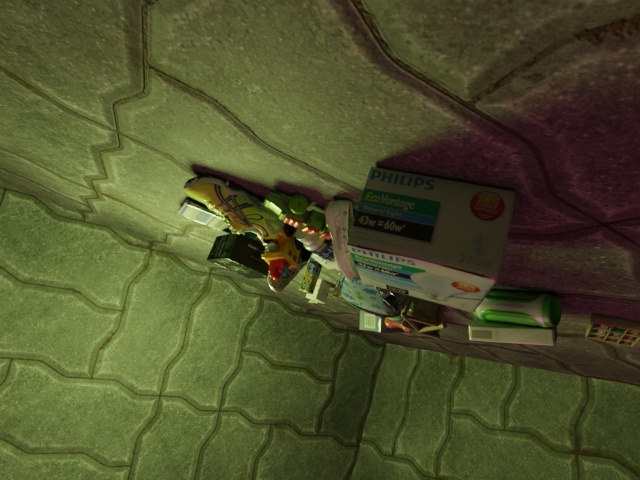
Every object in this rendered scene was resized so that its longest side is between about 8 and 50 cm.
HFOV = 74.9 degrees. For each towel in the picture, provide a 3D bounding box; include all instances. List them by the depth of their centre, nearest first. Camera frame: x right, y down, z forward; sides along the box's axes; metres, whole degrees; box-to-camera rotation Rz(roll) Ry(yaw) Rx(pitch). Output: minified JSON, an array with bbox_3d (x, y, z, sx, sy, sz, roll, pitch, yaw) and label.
[{"bbox_3d":[-0.506,-0.104,1.926,0.285,0.034,0.209,23,160,-21],"label":"towel"}]

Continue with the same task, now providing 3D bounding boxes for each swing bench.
[{"bbox_3d":[0.407,0.210,1.570,0.165,0.253,0.255,14,162,14],"label":"swing bench"}]

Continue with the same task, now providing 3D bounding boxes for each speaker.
[{"bbox_3d":[0.733,0.253,1.582,0.131,0.131,0.296,31,159,-35],"label":"speaker"}]

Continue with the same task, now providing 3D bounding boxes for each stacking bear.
[{"bbox_3d":[0.370,0.319,2.115,0.175,0.164,0.289,6,148,39],"label":"stacking bear"}]

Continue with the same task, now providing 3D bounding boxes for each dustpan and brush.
[{"bbox_3d":[0.049,0.073,1.876,0.147,0.060,0.211,39,162,-24],"label":"dustpan and brush"}]

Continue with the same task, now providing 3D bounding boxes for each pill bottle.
[{"bbox_3d":[0.000,0.000,1.582,0.186,0.112,0.112,31,159,-36],"label":"pill bottle"}]

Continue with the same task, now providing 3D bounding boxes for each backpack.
[{"bbox_3d":[0.202,0.136,1.566,0.290,0.273,0.356,22,134,16],"label":"backpack"}]

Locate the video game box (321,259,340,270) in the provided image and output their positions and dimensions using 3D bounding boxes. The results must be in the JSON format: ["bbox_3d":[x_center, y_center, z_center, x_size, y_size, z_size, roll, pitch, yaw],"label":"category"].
[{"bbox_3d":[0.130,0.082,1.756,0.205,0.048,0.187,22,152,-12],"label":"video game box"}]

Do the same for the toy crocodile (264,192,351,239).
[{"bbox_3d":[-0.033,-0.067,1.423,0.340,0.105,0.115,23,162,-13],"label":"toy crocodile"}]

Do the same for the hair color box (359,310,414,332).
[{"bbox_3d":[0.428,0.466,2.405,0.374,0.114,0.185,7,172,-32],"label":"hair color box"}]

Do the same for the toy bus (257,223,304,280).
[{"bbox_3d":[-0.173,0.041,1.676,0.149,0.212,0.220,-4,149,23],"label":"toy bus"}]

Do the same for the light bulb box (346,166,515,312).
[{"bbox_3d":[0.287,0.011,1.128,0.357,0.225,0.361,13,163,17],"label":"light bulb box"}]

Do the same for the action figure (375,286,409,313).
[{"bbox_3d":[0.320,0.112,1.377,0.185,0.285,0.099,61,164,-19],"label":"action figure"}]

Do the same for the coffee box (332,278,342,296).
[{"bbox_3d":[0.205,0.300,2.319,0.246,0.098,0.141,20,163,-5],"label":"coffee box"}]

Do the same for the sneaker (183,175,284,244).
[{"bbox_3d":[-0.314,-0.111,1.510,0.384,0.147,0.145,22,164,-8],"label":"sneaker"}]

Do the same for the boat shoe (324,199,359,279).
[{"bbox_3d":[0.094,0.002,1.332,0.096,0.098,0.277,-6,114,27],"label":"boat shoe"}]

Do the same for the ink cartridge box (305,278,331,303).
[{"bbox_3d":[-0.014,0.311,2.504,0.090,0.143,0.092,32,159,-37],"label":"ink cartridge box"}]

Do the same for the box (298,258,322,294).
[{"bbox_3d":[-0.047,0.179,2.087,0.059,0.169,0.054,8,161,32],"label":"box"}]

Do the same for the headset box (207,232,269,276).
[{"bbox_3d":[-0.349,0.076,1.942,0.246,0.131,0.283,29,160,-31],"label":"headset box"}]

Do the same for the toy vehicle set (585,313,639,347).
[{"bbox_3d":[1.133,0.350,1.615,0.165,0.035,0.267,8,160,31],"label":"toy vehicle set"}]

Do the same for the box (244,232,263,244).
[{"bbox_3d":[-0.268,-0.011,1.915,0.100,0.060,0.244,27,161,-26],"label":"box"}]

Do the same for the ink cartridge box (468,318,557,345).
[{"bbox_3d":[0.769,0.342,1.657,0.296,0.066,0.261,-4,-178,33],"label":"ink cartridge box"}]

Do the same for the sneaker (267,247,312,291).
[{"bbox_3d":[-0.124,0.099,1.792,0.105,0.281,0.115,44,146,-12],"label":"sneaker"}]
